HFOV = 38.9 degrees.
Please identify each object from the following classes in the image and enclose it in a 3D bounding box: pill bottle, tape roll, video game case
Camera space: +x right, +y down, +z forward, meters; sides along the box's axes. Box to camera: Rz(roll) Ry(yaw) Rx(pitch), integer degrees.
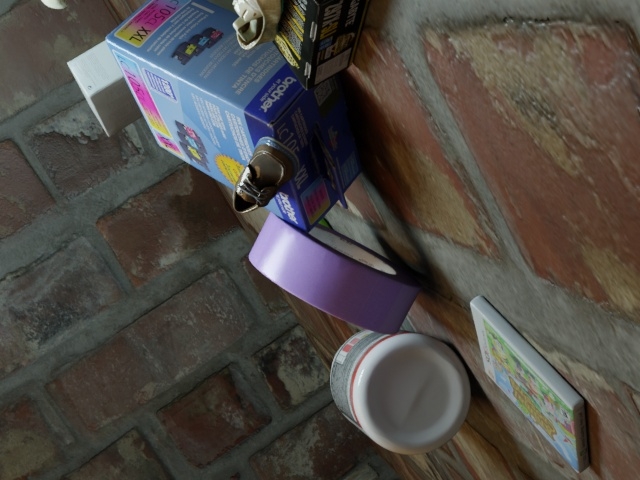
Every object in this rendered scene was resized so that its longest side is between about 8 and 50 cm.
[{"bbox_3d":[0.132,0.269,1.712,0.210,0.210,0.363,58,171,-3],"label":"pill bottle"},{"bbox_3d":[0.024,0.048,1.478,0.275,0.090,0.275,27,-173,-3],"label":"tape roll"},{"bbox_3d":[0.287,0.198,1.244,0.212,0.023,0.193,49,168,40],"label":"video game case"}]

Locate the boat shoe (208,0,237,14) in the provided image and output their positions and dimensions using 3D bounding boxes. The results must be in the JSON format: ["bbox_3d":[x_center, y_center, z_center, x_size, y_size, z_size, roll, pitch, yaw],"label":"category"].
[{"bbox_3d":[-0.158,-0.405,1.407,0.227,0.079,0.081,49,-172,34],"label":"boat shoe"}]

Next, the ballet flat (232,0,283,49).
[{"bbox_3d":[-0.073,-0.257,1.018,0.057,0.052,0.168,55,171,9],"label":"ballet flat"}]

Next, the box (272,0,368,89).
[{"bbox_3d":[-0.069,-0.360,1.051,0.322,0.079,0.257,56,173,7],"label":"box"}]

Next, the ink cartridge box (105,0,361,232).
[{"bbox_3d":[-0.099,-0.186,1.354,0.395,0.151,0.270,28,158,27],"label":"ink cartridge box"}]

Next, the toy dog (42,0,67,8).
[{"bbox_3d":[-0.597,-0.644,1.802,0.284,0.408,0.395,48,168,41],"label":"toy dog"}]

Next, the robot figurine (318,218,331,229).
[{"bbox_3d":[0.000,0.000,1.933,0.115,0.067,0.101,55,-179,12],"label":"robot figurine"}]

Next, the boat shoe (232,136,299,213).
[{"bbox_3d":[-0.079,-0.079,1.229,0.066,0.066,0.183,33,158,-1],"label":"boat shoe"}]

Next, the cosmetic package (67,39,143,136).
[{"bbox_3d":[-0.407,-0.387,2.073,0.097,0.284,0.377,58,170,2],"label":"cosmetic package"}]
